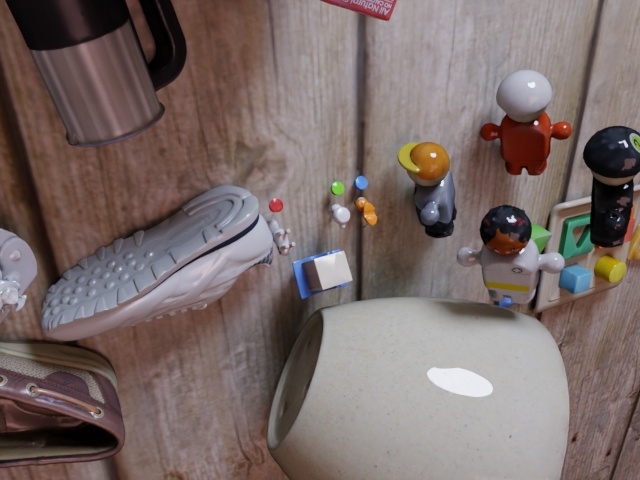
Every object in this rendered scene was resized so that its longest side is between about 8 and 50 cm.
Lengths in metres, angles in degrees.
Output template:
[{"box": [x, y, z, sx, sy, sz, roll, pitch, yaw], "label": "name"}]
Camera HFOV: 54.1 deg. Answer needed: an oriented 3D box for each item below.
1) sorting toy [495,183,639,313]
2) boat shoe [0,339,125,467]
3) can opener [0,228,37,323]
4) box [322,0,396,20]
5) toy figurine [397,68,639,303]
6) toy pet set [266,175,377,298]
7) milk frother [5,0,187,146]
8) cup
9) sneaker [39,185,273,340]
[{"box": [0.414, 0.019, 0.945, 0.347, 0.047, 0.196, -13, 123, -23], "label": "sorting toy"}, {"box": [-0.336, 0.151, 0.542, 0.341, 0.123, 0.123, 17, 108, -36], "label": "boat shoe"}, {"box": [-0.320, 0.105, 0.480, 0.074, 0.093, 0.281, 74, 34, -56], "label": "can opener"}, {"box": [-0.062, -0.248, 0.408, 0.256, 0.128, 0.123, 6, 118, -31], "label": "box"}, {"box": [0.213, -0.061, 0.678, 0.209, 0.213, 0.148, -31, 140, -5], "label": "toy figurine"}, {"box": [0.000, 0.000, 0.704, 0.122, 0.065, 0.114, -15, 89, -25], "label": "toy pet set"}, {"box": [-0.148, -0.147, 0.465, 0.129, 0.143, 0.135, -28, 128, -18], "label": "milk frother"}, {"box": [0.077, 0.197, 0.720, 0.236, 0.331, 0.331, 22, 107, -9], "label": "cup"}, {"box": [-0.152, 0.041, 0.613, 0.235, 0.090, 0.095, -27, 137, -12], "label": "sneaker"}]
